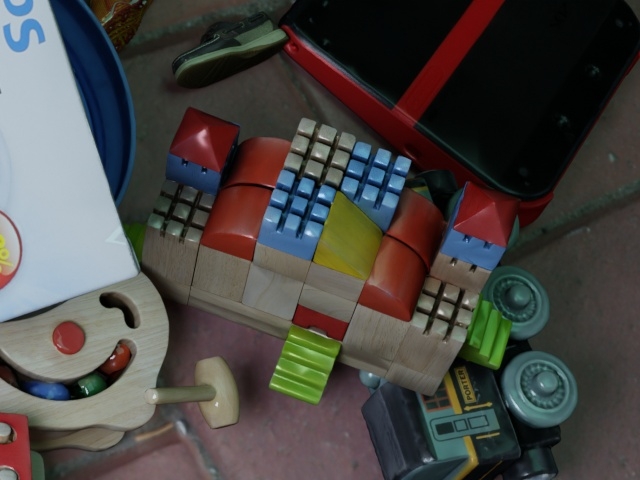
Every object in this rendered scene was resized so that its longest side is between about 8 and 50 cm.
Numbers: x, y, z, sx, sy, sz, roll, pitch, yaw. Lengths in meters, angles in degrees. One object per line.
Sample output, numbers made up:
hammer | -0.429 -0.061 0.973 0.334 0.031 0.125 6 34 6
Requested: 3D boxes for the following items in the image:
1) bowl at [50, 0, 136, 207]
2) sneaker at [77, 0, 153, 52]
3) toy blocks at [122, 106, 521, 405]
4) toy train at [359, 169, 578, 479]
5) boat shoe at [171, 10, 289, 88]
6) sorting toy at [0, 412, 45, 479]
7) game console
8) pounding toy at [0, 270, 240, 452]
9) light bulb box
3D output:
bowl | -0.354 -0.115 1.632 0.391 0.077 0.391 14 57 -23
sneaker | -0.201 -0.238 1.823 0.067 0.064 0.175 21 48 6
toy blocks | 0.000 0.000 1.598 0.381 0.261 0.191 20 65 1
toy train | 0.115 0.088 1.786 0.190 0.142 0.334 -8 69 -25
boat shoe | -0.097 -0.191 1.859 0.152 0.056 0.049 -23 73 -48
sorting toy | -0.320 0.227 1.386 0.257 0.089 0.255 8 41 -19
game console | 0.165 -0.222 2.044 0.342 0.060 0.386 38 50 -2
pounding toy | -0.194 0.085 1.573 0.269 0.155 0.154 1 68 -31
light bulb box | -0.369 -0.082 1.376 0.361 0.225 0.358 -20 96 -17
